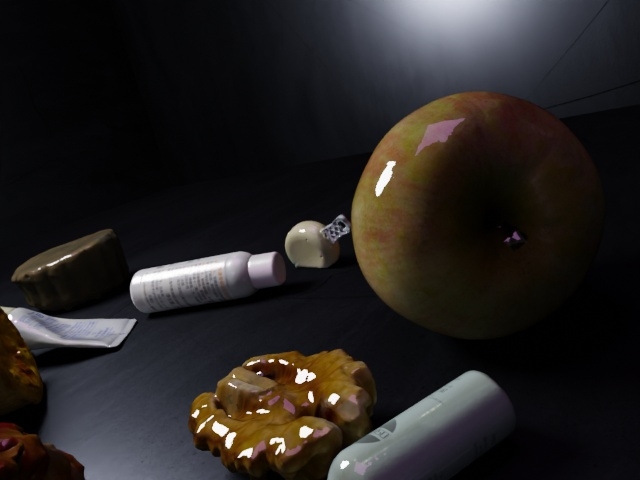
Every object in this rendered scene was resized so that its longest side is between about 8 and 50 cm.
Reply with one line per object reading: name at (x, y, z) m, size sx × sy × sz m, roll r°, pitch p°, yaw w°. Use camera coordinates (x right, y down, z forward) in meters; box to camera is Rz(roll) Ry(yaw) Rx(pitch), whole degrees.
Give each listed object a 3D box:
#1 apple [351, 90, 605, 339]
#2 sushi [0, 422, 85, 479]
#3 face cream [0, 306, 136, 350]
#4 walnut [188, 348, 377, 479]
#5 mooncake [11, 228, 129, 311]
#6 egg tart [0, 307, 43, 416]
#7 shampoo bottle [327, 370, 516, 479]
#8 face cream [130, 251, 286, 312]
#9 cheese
apple at (0.156, -0.028, 0.550) m, size 0.257 × 0.256 × 0.234 m, roll -15°, pitch 10°, yaw -2°
sushi at (-0.170, 0.189, 0.191) m, size 0.182 × 0.196 × 0.343 m, roll -30°, pitch 19°, yaw -24°
face cream at (-0.424, 0.148, 0.818) m, size 0.224 × 0.070 × 0.114 m, roll 4°, pitch 12°, yaw -5°
walnut at (-0.028, 0.150, 0.436) m, size 0.143 × 0.069 × 0.170 m, roll -29°, pitch 19°, yaw -39°
mooncake at (-0.543, 0.071, 1.125) m, size 0.229 × 0.124 × 0.228 m, roll -17°, pitch 18°, yaw 6°
egg tart at (-0.468, 0.156, 0.636) m, size 0.147 × 0.202 × 0.203 m, roll -33°, pitch 20°, yaw -18°
shampoo bottle at (0.051, 0.158, 0.354) m, size 0.195 × 0.056 × 0.056 m, roll -22°, pitch 16°, yaw -26°
face cream at (-0.189, 0.068, 0.868) m, size 0.269 × 0.081 × 0.082 m, roll -10°, pitch 16°, yaw 15°
cheese at (0.003, 0.006, 0.894) m, size 0.171 × 0.092 × 0.047 m, roll -10°, pitch 29°, yaw 45°
